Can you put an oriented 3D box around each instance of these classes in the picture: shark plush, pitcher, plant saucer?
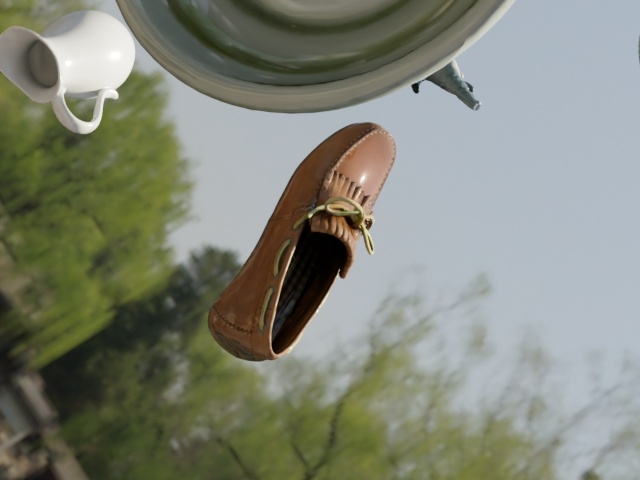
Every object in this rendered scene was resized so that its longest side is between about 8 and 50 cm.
[{"bbox_3d":[0.128,-0.196,1.882,0.161,0.067,0.073,45,-23,18],"label":"shark plush"},{"bbox_3d":[-0.337,-0.235,2.208,0.177,0.125,0.207,56,30,3],"label":"pitcher"},{"bbox_3d":[0.017,-0.279,1.282,0.400,0.400,0.100,50,6,27],"label":"plant saucer"}]

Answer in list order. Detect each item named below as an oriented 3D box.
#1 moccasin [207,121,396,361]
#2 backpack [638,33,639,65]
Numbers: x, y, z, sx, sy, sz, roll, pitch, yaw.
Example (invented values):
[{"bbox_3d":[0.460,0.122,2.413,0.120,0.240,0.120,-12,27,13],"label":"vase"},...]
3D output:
[{"bbox_3d":[-0.001,-0.002,2.093,0.147,0.380,0.139,9,-38,43],"label":"moccasin"},{"bbox_3d":[0.496,-0.214,1.808,0.225,0.254,0.191,55,14,-30],"label":"backpack"}]
